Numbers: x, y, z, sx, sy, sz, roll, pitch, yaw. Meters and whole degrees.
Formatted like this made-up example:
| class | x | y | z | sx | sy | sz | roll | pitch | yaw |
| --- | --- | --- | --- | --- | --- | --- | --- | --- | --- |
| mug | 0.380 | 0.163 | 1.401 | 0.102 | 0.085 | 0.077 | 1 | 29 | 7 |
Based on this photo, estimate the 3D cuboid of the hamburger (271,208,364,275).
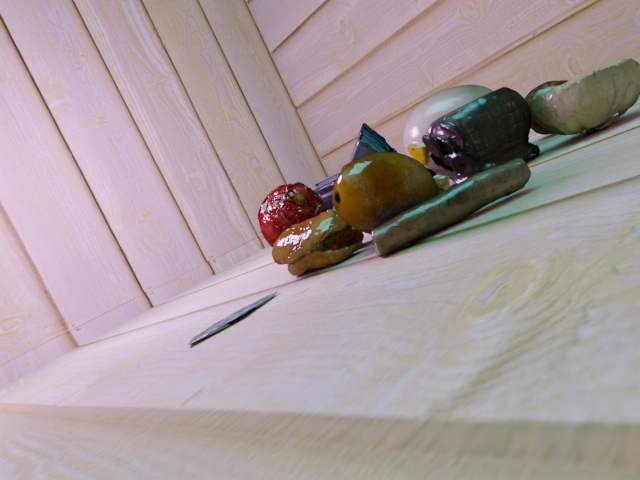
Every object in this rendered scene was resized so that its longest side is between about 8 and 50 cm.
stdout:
| class | x | y | z | sx | sy | sz | roll | pitch | yaw |
| --- | --- | --- | --- | --- | --- | --- | --- | --- | --- |
| hamburger | -0.032 | 0.015 | 1.176 | 0.131 | 0.124 | 0.262 | -31 | 6 | -41 |

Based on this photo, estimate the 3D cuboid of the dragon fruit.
| class | x | y | z | sx | sy | sz | roll | pitch | yaw |
| --- | --- | --- | --- | --- | --- | --- | --- | --- | --- |
| dragon fruit | -0.112 | -0.086 | 1.868 | 0.277 | 0.278 | 0.342 | -27 | -14 | -13 |

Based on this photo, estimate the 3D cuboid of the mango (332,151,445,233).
| class | x | y | z | sx | sy | sz | roll | pitch | yaw |
| --- | --- | --- | --- | --- | --- | --- | --- | --- | --- |
| mango | 0.156 | -0.093 | 1.010 | 0.316 | 0.146 | 0.193 | 3 | -35 | -47 |

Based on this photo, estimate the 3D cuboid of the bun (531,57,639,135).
| class | x | y | z | sx | sy | sz | roll | pitch | yaw |
| --- | --- | --- | --- | --- | --- | --- | --- | --- | --- |
| bun | 0.685 | -0.353 | 1.230 | 0.259 | 0.152 | 0.259 | -25 | 8 | 4 |

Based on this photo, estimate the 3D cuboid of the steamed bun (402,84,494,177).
| class | x | y | z | sx | sy | sz | roll | pitch | yaw |
| --- | --- | --- | --- | --- | --- | --- | --- | --- | --- |
| steamed bun | 0.473 | -0.379 | 1.667 | 0.373 | 0.334 | 0.334 | -19 | 7 | 27 |

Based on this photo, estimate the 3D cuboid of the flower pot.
| class | x | y | z | sx | sy | sz | roll | pitch | yaw |
| --- | --- | --- | --- | --- | --- | --- | --- | --- | --- |
| flower pot | 0.450 | -0.284 | 1.360 | 0.301 | 0.213 | 0.302 | -25 | 4 | 2 |

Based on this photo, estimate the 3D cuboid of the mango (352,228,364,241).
| class | x | y | z | sx | sy | sz | roll | pitch | yaw |
| --- | --- | --- | --- | --- | --- | --- | --- | --- | --- |
| mango | 0.059 | 0.000 | 1.239 | 0.114 | 0.061 | 0.080 | -25 | -9 | 28 |

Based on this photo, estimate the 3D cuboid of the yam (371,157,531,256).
| class | x | y | z | sx | sy | sz | roll | pitch | yaw |
| --- | --- | --- | --- | --- | --- | --- | --- | --- | --- |
| yam | 0.239 | -0.062 | 0.893 | 0.317 | 0.067 | 0.071 | -27 | 16 | 6 |

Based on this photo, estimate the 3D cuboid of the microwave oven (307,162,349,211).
| class | x | y | z | sx | sy | sz | roll | pitch | yaw |
| --- | --- | --- | --- | --- | --- | --- | --- | --- | --- |
| microwave oven | 0.102 | -0.185 | 1.993 | 0.181 | 0.238 | 0.295 | -30 | 8 | -39 |

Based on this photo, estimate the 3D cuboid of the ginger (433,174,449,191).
| class | x | y | z | sx | sy | sz | roll | pitch | yaw |
| --- | --- | --- | --- | --- | --- | --- | --- | --- | --- |
| ginger | 0.272 | -0.116 | 1.340 | 0.089 | 0.075 | 0.288 | -23 | 0 | -21 |

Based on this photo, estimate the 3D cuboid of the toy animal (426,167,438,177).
| class | x | y | z | sx | sy | sz | roll | pitch | yaw |
| --- | --- | --- | --- | --- | --- | --- | --- | --- | --- |
| toy animal | 0.291 | -0.177 | 1.540 | 0.298 | 0.122 | 0.185 | -9 | 1 | -34 |

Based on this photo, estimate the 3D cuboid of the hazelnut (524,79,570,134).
| class | x | y | z | sx | sy | sz | roll | pitch | yaw |
| --- | --- | --- | --- | --- | --- | --- | --- | --- | --- |
| hazelnut | 0.807 | -0.468 | 1.640 | 0.214 | 0.177 | 0.214 | -12 | -19 | -4 |

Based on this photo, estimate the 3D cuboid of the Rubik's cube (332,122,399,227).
| class | x | y | z | sx | sy | sz | roll | pitch | yaw |
| --- | --- | --- | --- | --- | --- | --- | --- | --- | --- |
| Rubik's cube | 0.133 | -0.158 | 1.152 | 0.233 | 0.228 | 0.228 | -29 | 20 | -32 |

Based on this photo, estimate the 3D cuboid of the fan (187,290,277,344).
| class | x | y | z | sx | sy | sz | roll | pitch | yaw |
| --- | --- | --- | --- | --- | --- | --- | --- | --- | --- |
| fan | -0.190 | 0.167 | 1.032 | 0.240 | 0.009 | 0.131 | -29 | 5 | -37 |
